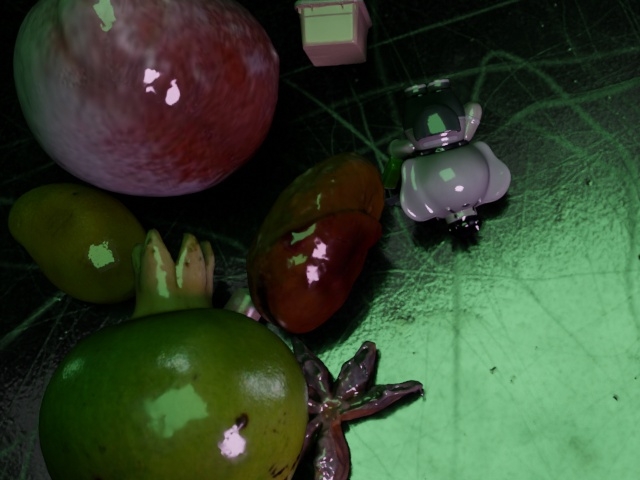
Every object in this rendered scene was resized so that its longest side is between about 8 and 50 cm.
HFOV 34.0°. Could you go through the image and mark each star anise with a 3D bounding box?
[{"bbox_3d":[-0.002,0.199,1.232,0.172,0.063,0.208,35,82,20],"label":"star anise"}]

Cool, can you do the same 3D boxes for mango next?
[{"bbox_3d":[-0.309,-0.003,1.340,0.227,0.099,0.136,28,86,26],"label":"mango"}]

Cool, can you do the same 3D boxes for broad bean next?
[{"bbox_3d":[0.003,0.002,1.248,0.228,0.156,0.122,-54,39,-8],"label":"broad bean"}]

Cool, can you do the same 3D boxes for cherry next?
[{"bbox_3d":[-0.228,-0.202,1.278,0.326,0.335,0.291,10,90,37],"label":"cherry"}]

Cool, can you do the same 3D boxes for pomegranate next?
[{"bbox_3d":[-0.180,0.161,1.164,0.310,0.216,0.358,-11,77,26],"label":"pomegranate"}]

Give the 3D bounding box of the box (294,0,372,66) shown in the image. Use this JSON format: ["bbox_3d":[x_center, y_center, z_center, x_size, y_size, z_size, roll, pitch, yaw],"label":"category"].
[{"bbox_3d":[0.018,-0.268,1.351,0.089,0.122,0.062,-3,83,9],"label":"box"}]

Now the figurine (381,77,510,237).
[{"bbox_3d":[0.150,-0.096,1.271,0.147,0.126,0.192,-14,87,-4],"label":"figurine"}]

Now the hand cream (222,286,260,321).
[{"bbox_3d":[-0.130,0.139,1.289,0.067,0.043,0.209,30,84,16],"label":"hand cream"}]
